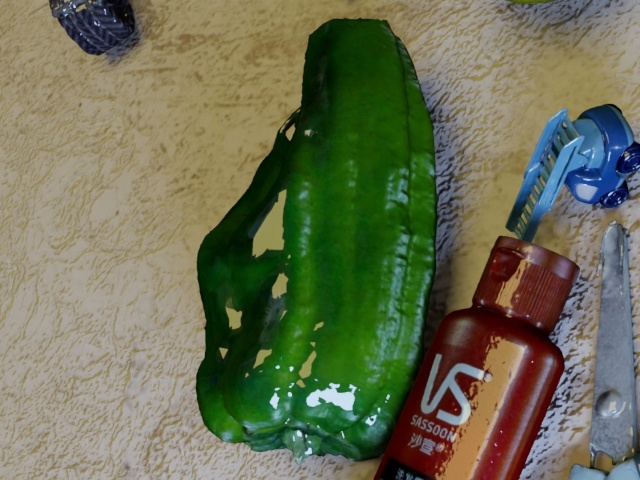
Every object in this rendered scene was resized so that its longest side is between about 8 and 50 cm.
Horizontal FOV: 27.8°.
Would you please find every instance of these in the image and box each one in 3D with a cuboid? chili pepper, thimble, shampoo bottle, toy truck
[{"bbox_3d":[-0.010,-0.003,1.102,0.213,0.167,0.385,-9,64,34],"label":"chili pepper"},{"bbox_3d":[-0.258,-0.265,1.477,0.066,0.095,0.104,-30,18,14],"label":"thimble"},{"bbox_3d":[0.109,0.151,0.994,0.118,0.076,0.314,16,80,56],"label":"shampoo bottle"},{"bbox_3d":[0.200,-0.046,1.029,0.136,0.074,0.063,104,152,-45],"label":"toy truck"}]

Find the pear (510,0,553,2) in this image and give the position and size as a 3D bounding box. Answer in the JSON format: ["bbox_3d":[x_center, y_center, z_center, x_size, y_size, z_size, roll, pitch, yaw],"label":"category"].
[{"bbox_3d":[0.177,-0.289,1.078,0.198,0.198,0.198,-17,60,33],"label":"pear"}]

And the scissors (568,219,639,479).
[{"bbox_3d":[0.211,0.149,0.945,0.191,0.029,0.360,-11,64,37],"label":"scissors"}]
